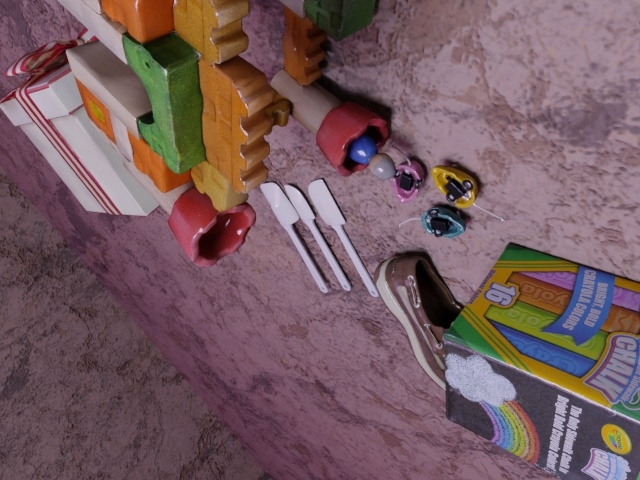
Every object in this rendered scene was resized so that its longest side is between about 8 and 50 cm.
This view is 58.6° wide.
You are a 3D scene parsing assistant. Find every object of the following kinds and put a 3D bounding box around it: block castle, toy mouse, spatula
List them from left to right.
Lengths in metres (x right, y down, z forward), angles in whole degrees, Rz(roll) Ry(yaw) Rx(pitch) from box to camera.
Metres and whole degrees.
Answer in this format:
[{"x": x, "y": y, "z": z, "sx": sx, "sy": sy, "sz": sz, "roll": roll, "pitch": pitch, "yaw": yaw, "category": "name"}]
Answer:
[{"x": -0.038, "y": -0.190, "z": 0.505, "sx": 0.213, "sy": 0.303, "sz": 0.453, "roll": 44, "pitch": 151, "yaw": 21, "category": "block castle"}, {"x": 0.000, "y": 0.000, "z": 0.975, "sx": 0.168, "sy": 0.019, "sz": 0.242, "roll": -2, "pitch": 127, "yaw": 44, "category": "spatula"}, {"x": 0.140, "y": -0.054, "z": 0.725, "sx": 0.161, "sy": 0.031, "sz": 0.143, "roll": 42, "pitch": 149, "yaw": 4, "category": "toy mouse"}]

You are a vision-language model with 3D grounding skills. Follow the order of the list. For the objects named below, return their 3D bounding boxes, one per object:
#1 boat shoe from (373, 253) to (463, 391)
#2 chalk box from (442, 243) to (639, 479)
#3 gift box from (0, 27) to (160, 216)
[{"x": 0.182, "y": 0.131, "z": 0.842, "sx": 0.257, "sy": 0.095, "sz": 0.095, "roll": 52, "pitch": 143, "yaw": -11, "category": "boat shoe"}, {"x": 0.309, "y": 0.158, "z": 0.641, "sx": 0.289, "sy": 0.179, "sz": 0.180, "roll": 21, "pitch": 141, "yaw": 32, "category": "chalk box"}, {"x": -0.337, "y": -0.200, "z": 0.900, "sx": 0.276, "sy": 0.255, "sz": 0.258, "roll": 2, "pitch": 132, "yaw": 41, "category": "gift box"}]
